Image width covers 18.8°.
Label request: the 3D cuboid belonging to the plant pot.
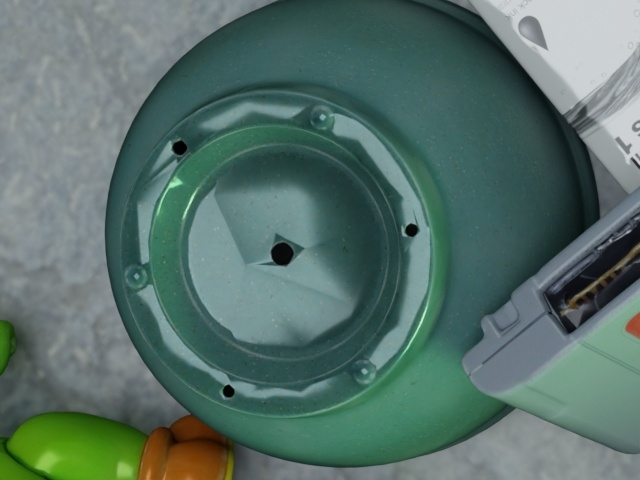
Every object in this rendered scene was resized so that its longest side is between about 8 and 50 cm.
[{"bbox_3d":[0.000,0.000,1.091,0.293,0.196,0.293,2,96,15],"label":"plant pot"}]

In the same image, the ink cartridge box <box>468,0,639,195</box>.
[{"bbox_3d":[0.195,-0.126,1.079,0.160,0.092,0.219,-41,84,15],"label":"ink cartridge box"}]

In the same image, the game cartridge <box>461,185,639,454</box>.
[{"bbox_3d":[0.233,0.004,1.030,0.294,0.196,0.060,-41,60,17],"label":"game cartridge"}]

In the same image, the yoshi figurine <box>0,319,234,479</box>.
[{"bbox_3d":[-0.243,0.165,1.185,0.362,0.203,0.203,7,138,-9],"label":"yoshi figurine"}]
